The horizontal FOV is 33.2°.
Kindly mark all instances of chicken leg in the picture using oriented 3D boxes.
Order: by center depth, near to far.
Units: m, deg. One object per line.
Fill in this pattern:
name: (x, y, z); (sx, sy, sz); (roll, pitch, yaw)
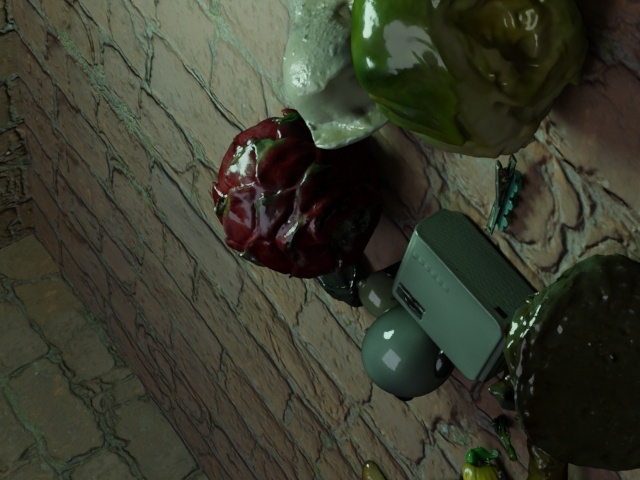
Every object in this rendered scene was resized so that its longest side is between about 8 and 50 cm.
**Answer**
chicken leg: (0.411, 0.482, 1.875); (0.211, 0.140, 0.361); (47, 155, 43)

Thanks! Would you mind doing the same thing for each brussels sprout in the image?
brussels sprout: (0.186, -0.263, 1.426); (0.344, 0.268, 0.344); (36, 151, 23)

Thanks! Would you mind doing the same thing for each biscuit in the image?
biscuit: (0.173, 0.632, 2.540); (0.208, 0.047, 0.164); (35, 144, 42)

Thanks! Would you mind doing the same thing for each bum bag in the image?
bum bag: (0.000, 0.000, 2.224); (0.326, 0.079, 0.142); (60, 146, 12)

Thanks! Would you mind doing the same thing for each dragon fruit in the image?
dragon fruit: (-0.040, -0.084, 1.958); (0.329, 0.329, 0.329); (41, 147, 35)

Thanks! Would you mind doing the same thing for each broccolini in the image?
broccolini: (0.338, 0.364, 1.946); (0.140, 0.030, 0.035); (-100, -15, -68)

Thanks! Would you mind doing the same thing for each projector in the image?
projector: (0.247, 0.096, 1.838); (0.250, 0.108, 0.198); (49, 150, 22)

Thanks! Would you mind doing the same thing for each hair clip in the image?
hair clip: (0.289, -0.067, 1.680); (0.049, 0.049, 0.173); (46, 154, 29)

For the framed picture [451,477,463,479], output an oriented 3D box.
framed picture: (0.281, 0.644, 2.287); (0.189, 0.023, 0.260); (-36, 66, 58)

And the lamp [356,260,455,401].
lamp: (0.156, 0.173, 2.006); (0.198, 0.197, 0.244); (120, 136, -59)

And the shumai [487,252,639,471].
shumai: (0.386, 0.148, 1.582); (0.288, 0.292, 0.330); (-80, -17, -70)

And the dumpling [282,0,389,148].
dumpling: (0.040, -0.300, 1.792); (0.227, 0.175, 0.243); (-14, 111, 34)

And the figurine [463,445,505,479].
figurine: (0.335, 0.476, 2.087); (0.095, 0.115, 0.156); (-59, -35, -83)
